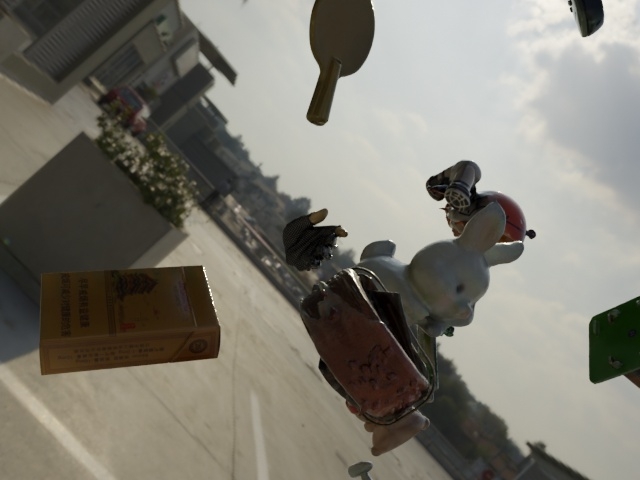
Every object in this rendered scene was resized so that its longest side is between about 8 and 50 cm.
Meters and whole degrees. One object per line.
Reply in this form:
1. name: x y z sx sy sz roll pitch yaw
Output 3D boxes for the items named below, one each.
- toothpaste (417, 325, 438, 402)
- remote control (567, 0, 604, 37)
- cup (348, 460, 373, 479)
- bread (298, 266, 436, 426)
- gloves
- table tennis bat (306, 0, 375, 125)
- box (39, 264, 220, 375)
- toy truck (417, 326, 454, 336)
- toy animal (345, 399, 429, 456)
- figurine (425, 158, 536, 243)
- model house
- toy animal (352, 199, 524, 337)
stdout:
1. toothpaste: 0.276 0.291 1.747 0.047 0.248 0.078 16 -32 -21
2. remote control: 0.372 -0.393 0.991 0.072 0.042 0.222 48 36 -59
3. cup: 0.114 0.696 1.661 0.167 0.173 0.299 12 54 -35
4. bread: 0.066 0.135 0.937 0.224 0.142 0.212 57 5 23
5. gloves: 0.001 0.003 1.603 0.181 0.129 0.106 -7 -26 37
6. table tennis bat: 0.034 -0.402 1.468 0.050 0.321 0.198 17 1 40
7. box: -0.316 0.125 1.126 0.174 0.274 0.076 -117 -149 -50
8. toy truck: 0.373 0.288 2.297 0.080 0.078 0.154 33 -2 -33
9. toy animal: 0.150 0.398 1.645 0.197 0.171 0.171 59 2 27
10. figurine: 0.460 -0.072 1.949 0.323 0.196 0.320 47 5 -16
11. model house: 0.865 0.240 1.636 0.323 0.340 0.300 36 -44 -17
12. toy animal: 0.235 0.065 1.423 0.196 0.368 0.241 42 32 -49
